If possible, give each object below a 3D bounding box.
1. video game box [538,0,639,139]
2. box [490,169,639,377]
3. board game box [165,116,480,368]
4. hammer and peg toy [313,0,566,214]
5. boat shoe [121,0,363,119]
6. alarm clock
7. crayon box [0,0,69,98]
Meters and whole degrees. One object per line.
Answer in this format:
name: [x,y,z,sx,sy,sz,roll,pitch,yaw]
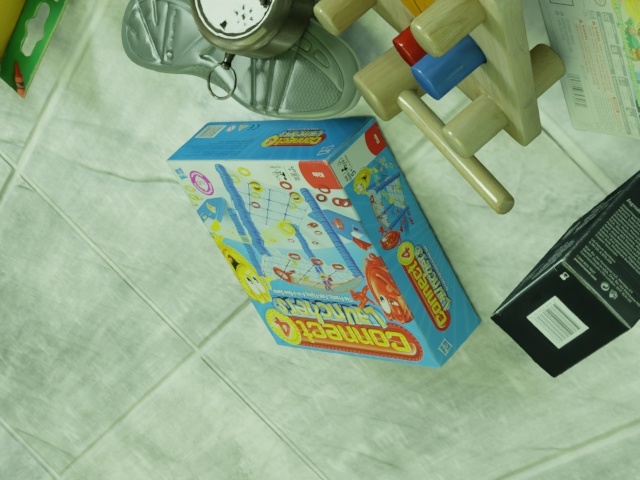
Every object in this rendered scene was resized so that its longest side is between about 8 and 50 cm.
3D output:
video game box: [0.280,-0.174,1.279,0.187,0.048,0.205,18,141,43]
box: [0.269,0.030,1.434,0.093,0.158,0.156,44,151,2]
board game box: [0.000,0.000,1.800,0.308,0.086,0.302,3,130,49]
hammer and peg toy: [0.105,-0.193,1.327,0.266,0.127,0.361,46,173,26]
boat shoe: [-0.075,-0.206,1.636,0.320,0.103,0.118,16,103,34]
alarm clock: [-0.079,-0.235,1.537,0.129,0.064,0.192,26,106,29]
crayon box: [-0.478,-0.339,1.900,0.318,0.081,0.202,38,123,10]
